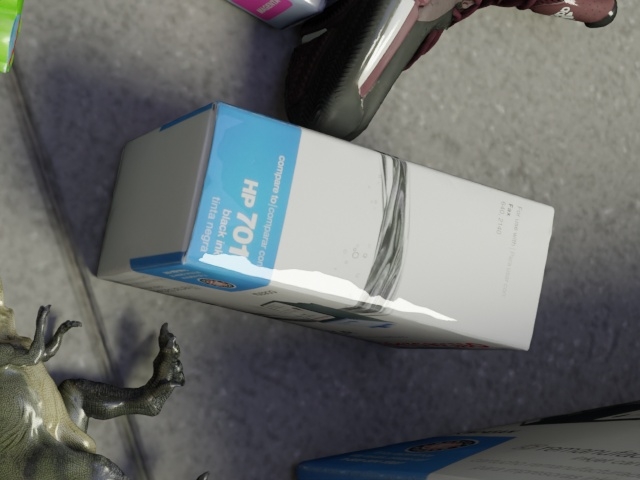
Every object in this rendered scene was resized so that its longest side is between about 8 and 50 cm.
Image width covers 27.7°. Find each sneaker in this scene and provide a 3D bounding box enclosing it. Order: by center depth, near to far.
[{"bbox_3d":[0.101,-0.146,0.757,0.162,0.106,0.281,34,70,-22],"label":"sneaker"}]

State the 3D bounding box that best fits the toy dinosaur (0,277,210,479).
[{"bbox_3d":[-0.118,0.107,0.642,0.118,0.064,0.268,-13,89,-11],"label":"toy dinosaur"}]

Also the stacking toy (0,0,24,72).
[{"bbox_3d":[-0.238,-0.047,0.577,0.166,0.052,0.221,15,77,-5],"label":"stacking toy"}]

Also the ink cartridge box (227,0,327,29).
[{"bbox_3d":[-0.108,-0.267,0.689,0.311,0.065,0.186,27,73,-24],"label":"ink cartridge box"}]

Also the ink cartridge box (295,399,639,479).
[{"bbox_3d":[0.227,0.168,0.681,0.394,0.285,0.166,-5,86,-27],"label":"ink cartridge box"}]

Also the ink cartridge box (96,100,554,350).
[{"bbox_3d":[0.000,0.000,0.668,0.190,0.139,0.082,16,79,-24],"label":"ink cartridge box"}]
